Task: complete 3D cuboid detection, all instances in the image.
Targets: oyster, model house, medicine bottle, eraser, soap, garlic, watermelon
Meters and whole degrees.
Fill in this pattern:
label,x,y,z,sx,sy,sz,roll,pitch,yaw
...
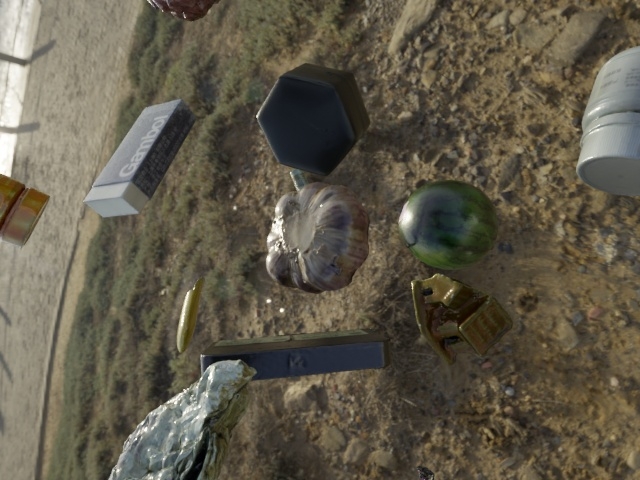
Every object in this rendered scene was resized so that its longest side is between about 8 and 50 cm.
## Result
label,x,y,z,sx,sy,sz,roll,pitch,yaw
oyster,-0.188,0.277,0.583,0.268,0.112,0.198,-56,13,-28
model house,0.421,0.217,1.365,0.239,0.268,0.173,-23,25,45
medicine bottle,0.780,-0.287,1.121,0.245,0.245,0.306,13,75,46
eraser,-0.281,-0.133,0.727,0.092,0.046,0.212,-2,54,29
medicine bottle,-0.515,-0.068,0.665,0.096,0.192,0.096,-42,32,34
soap,-0.269,0.150,0.938,0.168,0.033,0.089,-95,24,-52
garlic,0.000,0.000,0.934,0.245,0.160,0.245,-10,71,32
medicine bottle,-0.067,-0.197,1.538,0.047,0.047,0.083,-32,75,40
watermelon,0.474,-0.058,1.679,0.363,0.363,0.363,-6,82,46

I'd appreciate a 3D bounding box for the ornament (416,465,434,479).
label,x,y,z,sx,sy,sz,roll,pitch,yaw
ornament,0.246,0.529,0.938,0.081,0.203,0.088,14,95,4

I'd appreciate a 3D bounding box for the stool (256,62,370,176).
label,x,y,z,sx,sy,sz,roll,pitch,yaw
stool,-0.012,-0.269,1.011,0.232,0.141,0.232,13,128,17

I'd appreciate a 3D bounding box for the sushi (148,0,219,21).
label,x,y,z,sx,sy,sz,roll,pitch,yaw
sushi,-0.226,-0.480,0.673,0.171,0.270,0.236,-5,40,45

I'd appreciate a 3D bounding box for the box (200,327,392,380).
label,x,y,z,sx,sy,sz,roll,pitch,yaw
box,-0.048,0.222,0.904,0.211,0.350,0.058,133,133,-83
